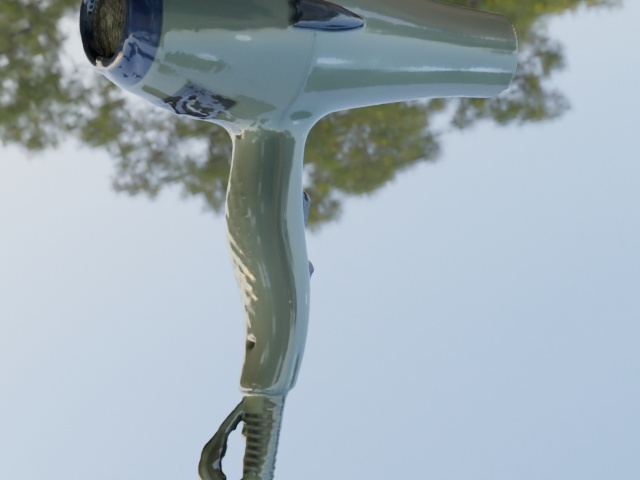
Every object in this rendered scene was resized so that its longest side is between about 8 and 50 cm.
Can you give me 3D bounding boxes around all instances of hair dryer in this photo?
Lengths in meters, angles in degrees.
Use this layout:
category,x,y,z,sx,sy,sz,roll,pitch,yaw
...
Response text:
category,x,y,z,sx,sy,sz,roll,pitch,yaw
hair dryer,0.014,-0.012,0.466,0.167,0.199,0.067,-17,-174,-34
